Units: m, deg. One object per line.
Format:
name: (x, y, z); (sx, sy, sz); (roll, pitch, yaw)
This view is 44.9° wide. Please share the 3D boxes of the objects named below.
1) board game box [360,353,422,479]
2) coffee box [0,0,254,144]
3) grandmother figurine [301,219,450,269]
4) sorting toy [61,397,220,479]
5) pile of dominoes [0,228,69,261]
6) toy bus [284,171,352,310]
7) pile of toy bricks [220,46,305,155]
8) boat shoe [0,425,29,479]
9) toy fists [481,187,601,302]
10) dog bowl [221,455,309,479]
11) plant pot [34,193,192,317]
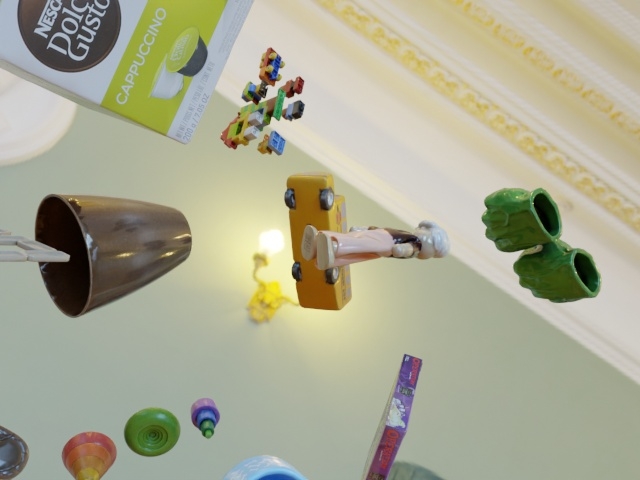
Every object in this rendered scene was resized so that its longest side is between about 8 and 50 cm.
board game box: (0.137, 0.430, 1.639); (0.056, 0.208, 0.346); (20, -52, 9)
coffee box: (-0.340, -0.380, 1.125); (0.338, 0.337, 0.334); (25, 1, 43)
grandmother figurine: (0.132, 0.008, 1.673); (0.208, 0.343, 0.104); (43, -52, 53)
sorting toy: (-0.394, 0.463, 1.712); (0.126, 0.366, 0.127); (-122, -166, -66)
pile of dominoes: (-0.473, 0.014, 0.955); (0.196, 0.040, 0.251); (17, 9, 39)
toy bus: (0.000, 0.000, 1.828); (0.108, 0.130, 0.332); (3, -72, 25)
pile of toy bricks: (-0.110, -0.227, 1.374); (0.105, 0.212, 0.118); (-14, -38, 36)
boat shoe: (-0.541, 0.265, 1.086); (0.257, 0.095, 0.095); (43, -45, -14)
toy fists: (0.417, 0.010, 1.484); (0.142, 0.096, 0.279); (-14, -57, 50)
dog bowl: (-0.026, 0.456, 1.190); (0.297, 0.166, 0.074); (38, -24, -8)
plant pot: (-0.356, 0.007, 1.388); (0.215, 0.231, 0.215); (16, -68, 45)
